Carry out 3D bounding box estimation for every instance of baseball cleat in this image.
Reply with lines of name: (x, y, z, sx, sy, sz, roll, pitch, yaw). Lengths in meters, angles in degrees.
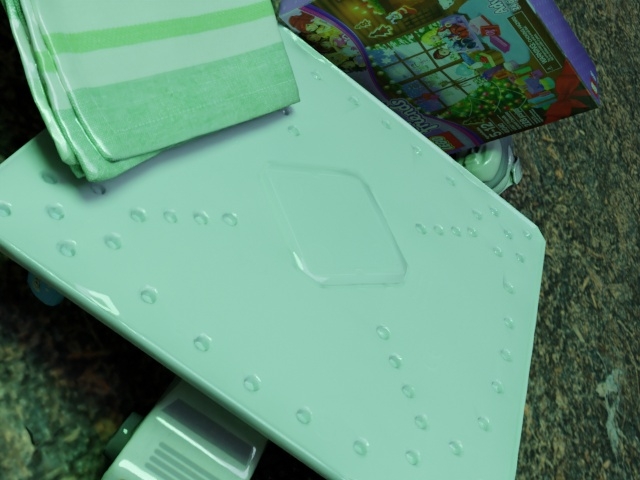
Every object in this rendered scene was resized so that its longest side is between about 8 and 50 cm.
baseball cleat: (0.214, -0.140, 0.984, 0.109, 0.072, 0.205, 46, 51, -39)

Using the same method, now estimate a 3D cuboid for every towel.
towel: (-0.123, -0.223, 0.513, 0.248, 0.038, 0.324, -34, 113, -51)

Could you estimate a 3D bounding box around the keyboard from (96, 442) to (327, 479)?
keyboard: (-0.054, 0.225, 0.529, 0.317, 0.033, 0.201, -5, 45, -44)

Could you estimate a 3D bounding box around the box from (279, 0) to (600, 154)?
box: (0.128, -0.194, 0.777, 0.293, 0.201, 0.057, 32, 53, -45)

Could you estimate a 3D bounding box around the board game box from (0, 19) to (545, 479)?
board game box: (0.000, 0.000, 0.614, 0.390, 0.050, 0.390, 37, 39, -7)

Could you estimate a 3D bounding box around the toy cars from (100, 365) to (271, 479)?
toy cars: (0.008, 0.121, 0.612, 0.394, 0.087, 0.176, 4, 42, -43)
